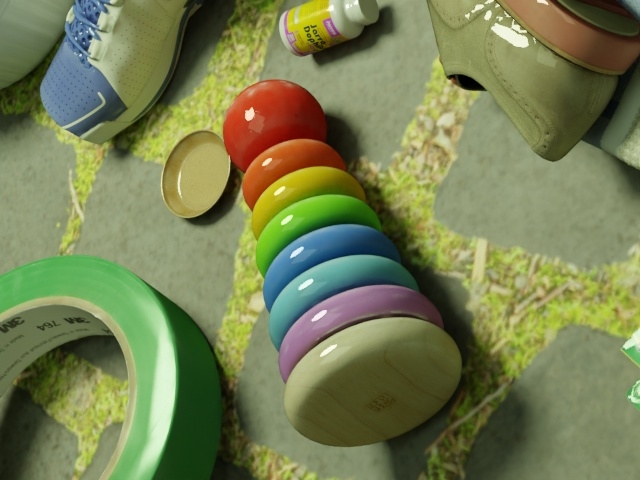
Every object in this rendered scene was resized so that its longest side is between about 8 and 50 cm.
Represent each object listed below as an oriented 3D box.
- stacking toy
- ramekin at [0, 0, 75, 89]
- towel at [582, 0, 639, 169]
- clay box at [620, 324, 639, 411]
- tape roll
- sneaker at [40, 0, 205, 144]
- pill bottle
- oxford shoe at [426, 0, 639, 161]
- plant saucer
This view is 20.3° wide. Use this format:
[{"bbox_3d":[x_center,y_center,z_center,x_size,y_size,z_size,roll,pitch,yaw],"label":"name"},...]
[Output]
[{"bbox_3d":[0.000,0.000,1.453,0.141,0.141,0.330,-39,49,23],"label":"stacking toy"},{"bbox_3d":[-0.359,-0.271,1.809,0.273,0.127,0.272,-13,68,35],"label":"ramekin"},{"bbox_3d":[0.298,-0.131,1.258,0.285,0.034,0.209,33,99,57],"label":"towel"},{"bbox_3d":[0.305,0.055,1.224,0.222,0.053,0.127,-54,50,11],"label":"clay box"},{"bbox_3d":[-0.240,0.172,1.568,0.321,0.077,0.321,-15,58,25],"label":"tape roll"},{"bbox_3d":[-0.182,-0.254,1.625,0.315,0.182,0.127,-50,51,16],"label":"sneaker"},{"bbox_3d":[0.008,-0.190,1.543,0.083,0.043,0.043,-17,67,35],"label":"pill bottle"},{"bbox_3d":[0.113,-0.191,1.408,0.348,0.123,0.130,55,128,48],"label":"oxford shoe"},{"bbox_3d":[-0.109,-0.059,1.616,0.083,0.015,0.083,-13,69,35],"label":"plant saucer"}]
